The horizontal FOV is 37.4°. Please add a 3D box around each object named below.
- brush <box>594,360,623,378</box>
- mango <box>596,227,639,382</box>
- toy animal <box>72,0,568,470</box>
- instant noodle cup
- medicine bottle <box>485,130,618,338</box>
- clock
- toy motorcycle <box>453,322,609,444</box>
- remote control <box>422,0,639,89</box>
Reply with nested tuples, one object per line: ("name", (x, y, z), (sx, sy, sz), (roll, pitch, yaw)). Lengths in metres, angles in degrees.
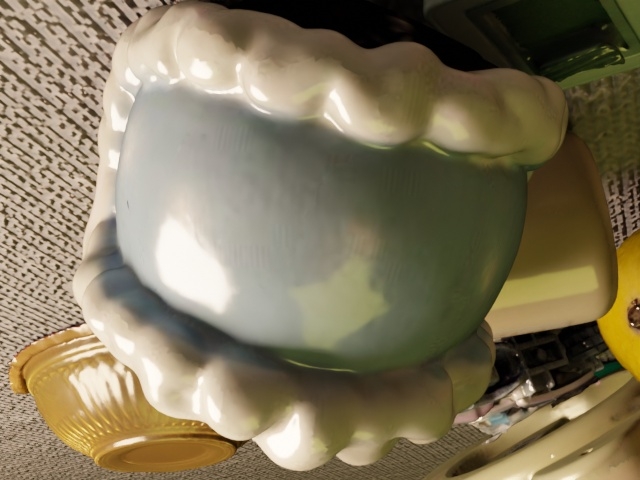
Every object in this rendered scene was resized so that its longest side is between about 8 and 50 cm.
("brush", (0.250, 0.157, 1.053), (0.193, 0.032, 0.043), (-19, 152, -4))
("mango", (0.333, 0.047, 0.693), (0.332, 0.142, 0.195), (8, 158, -40))
("toy animal", (0.000, 0.000, 0.406), (0.208, 0.204, 0.156), (12, -167, -11))
("instant noodle cup", (-0.137, 0.149, 0.844), (0.274, 0.091, 0.274), (-6, 155, -3))
("medicine bottle", (0.038, 0.012, 0.558), (0.252, 0.114, 0.114), (-11, 156, 7))
("clock", (0.212, 0.214, 0.842), (0.309, 0.114, 0.284), (-37, 170, 40))
("toy motorcycle", (0.145, 0.136, 0.871), (0.239, 0.108, 0.204), (8, 152, -30))
("remote control", (0.189, -0.129, 0.370), (0.293, 0.051, 0.103), (-17, 154, 29))
